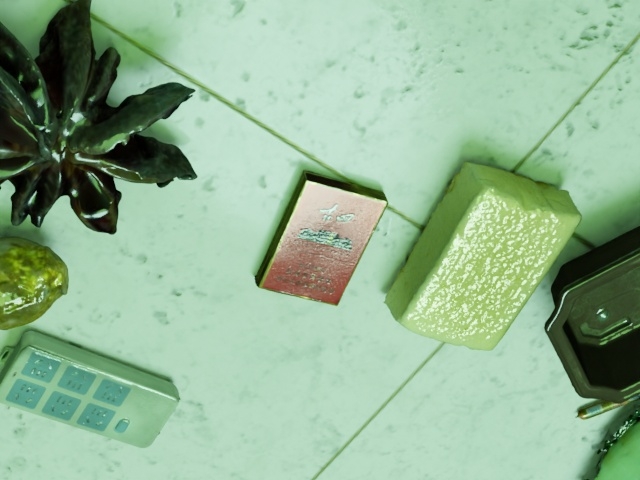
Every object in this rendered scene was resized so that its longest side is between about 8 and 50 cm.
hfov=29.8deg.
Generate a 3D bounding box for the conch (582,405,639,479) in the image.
[{"bbox_3d":[0.406,0.253,1.398,0.250,0.137,0.143,-17,153,22],"label":"conch"}]

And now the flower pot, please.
[{"bbox_3d":[0.353,0.051,1.265,0.251,0.084,0.179,-28,123,6],"label":"flower pot"}]

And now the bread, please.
[{"bbox_3d":[0.160,0.019,1.214,0.125,0.068,0.188,18,118,-21],"label":"bread"}]

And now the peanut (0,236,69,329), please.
[{"bbox_3d":[-0.336,0.048,1.122,0.206,0.087,0.087,-12,124,-1],"label":"peanut"}]

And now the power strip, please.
[{"bbox_3d":[-0.239,0.155,1.239,0.192,0.035,0.081,24,114,-23],"label":"power strip"}]

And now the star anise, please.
[{"bbox_3d":[-0.231,-0.095,1.035,0.282,0.129,0.212,9,126,-27],"label":"star anise"}]

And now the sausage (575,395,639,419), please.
[{"bbox_3d":[0.341,0.186,1.388,0.100,0.015,0.015,-22,124,2],"label":"sausage"}]

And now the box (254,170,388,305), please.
[{"bbox_3d":[0.000,0.000,1.197,0.090,0.023,0.133,15,118,-22],"label":"box"}]
